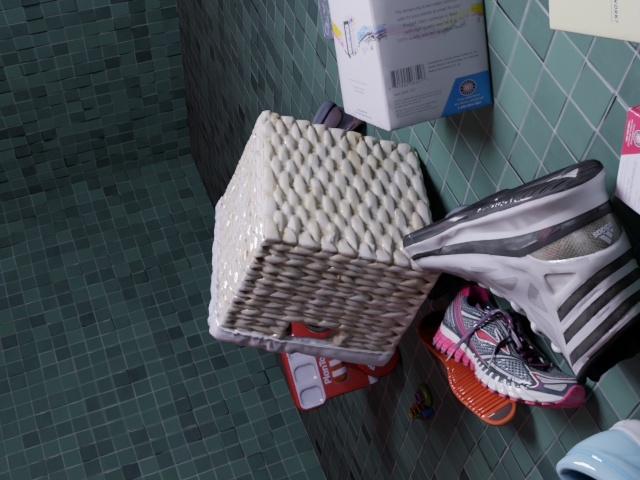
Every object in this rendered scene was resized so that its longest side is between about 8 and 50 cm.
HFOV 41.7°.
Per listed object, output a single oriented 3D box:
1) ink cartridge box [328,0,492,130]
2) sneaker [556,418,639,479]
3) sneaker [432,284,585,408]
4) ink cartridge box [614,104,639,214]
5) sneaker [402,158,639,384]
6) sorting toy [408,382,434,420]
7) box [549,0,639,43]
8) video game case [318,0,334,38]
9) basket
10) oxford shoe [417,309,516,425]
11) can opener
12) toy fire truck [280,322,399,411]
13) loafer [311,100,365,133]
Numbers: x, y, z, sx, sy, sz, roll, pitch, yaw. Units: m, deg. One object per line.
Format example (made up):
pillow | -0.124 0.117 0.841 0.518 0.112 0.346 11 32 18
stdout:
ink cartridge box | 0.123 -0.301 1.209 0.168 0.171 0.232 -139 37 -63
sneaker | 0.405 0.383 0.970 0.366 0.150 0.135 -122 21 -45
sneaker | 0.279 0.162 1.267 0.299 0.121 0.111 34 108 55
ink cartridge box | 0.365 -0.059 0.818 0.150 0.063 0.109 -125 24 -50
sneaker | 0.257 0.067 1.088 0.257 0.169 0.447 65 166 0
sorting toy | 0.213 0.359 1.816 0.061 0.042 0.101 -122 22 -45
box | 0.304 -0.282 0.702 0.243 0.117 0.213 -137 34 -63
video game case | 0.028 -0.485 1.627 0.173 0.022 0.190 -142 38 -65
basket | 0.000 0.000 1.445 0.266 0.329 0.331 117 158 -43
oxford shoe | 0.264 0.231 1.458 0.098 0.097 0.271 60 180 -38
can opener | 0.220 0.022 1.437 0.283 0.076 0.095 121 162 -69
toy fire truck | 0.022 0.218 1.937 0.169 0.254 0.302 176 78 -74
loafer | -0.006 -0.135 1.682 0.109 0.095 0.302 59 -126 -73
